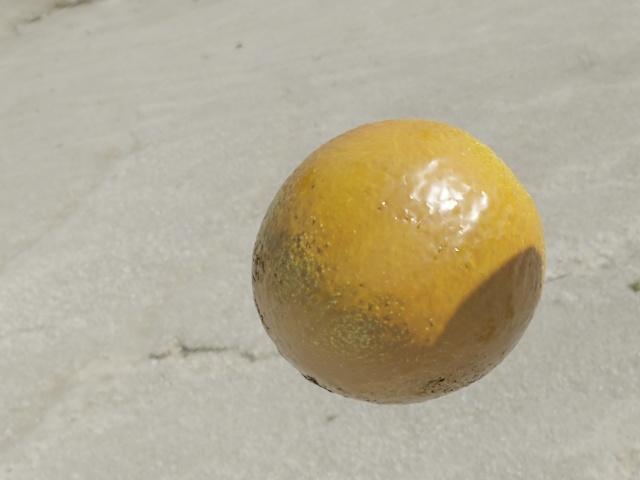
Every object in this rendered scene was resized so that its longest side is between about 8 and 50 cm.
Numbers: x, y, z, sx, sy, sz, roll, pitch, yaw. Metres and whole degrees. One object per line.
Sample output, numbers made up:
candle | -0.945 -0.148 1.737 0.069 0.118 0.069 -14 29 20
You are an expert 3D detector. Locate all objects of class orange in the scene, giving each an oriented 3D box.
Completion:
orange | 0.070 0.021 0.884 0.274 0.274 0.274 -20 21 8
